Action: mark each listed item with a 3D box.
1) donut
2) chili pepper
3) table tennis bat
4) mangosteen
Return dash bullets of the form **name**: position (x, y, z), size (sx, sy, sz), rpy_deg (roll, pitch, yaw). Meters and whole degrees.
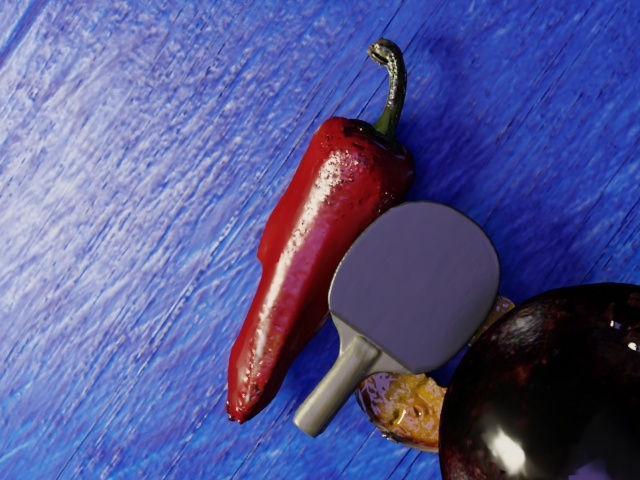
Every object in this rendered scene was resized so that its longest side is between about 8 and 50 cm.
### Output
- **donut**: position (0.122, 0.126, 1.581), size (0.181, 0.078, 0.146), rpy_deg (-12, 94, 9)
- **chili pepper**: position (0.000, 0.000, 1.583), size (0.110, 0.110, 0.388), rpy_deg (30, 104, 10)
- **table tennis bat**: position (0.060, 0.076, 1.536), size (0.138, 0.022, 0.246), rpy_deg (37, 97, -1)
- **mangosteen**: position (0.248, 0.187, 1.420), size (0.297, 0.297, 0.313), rpy_deg (-4, 137, 15)
